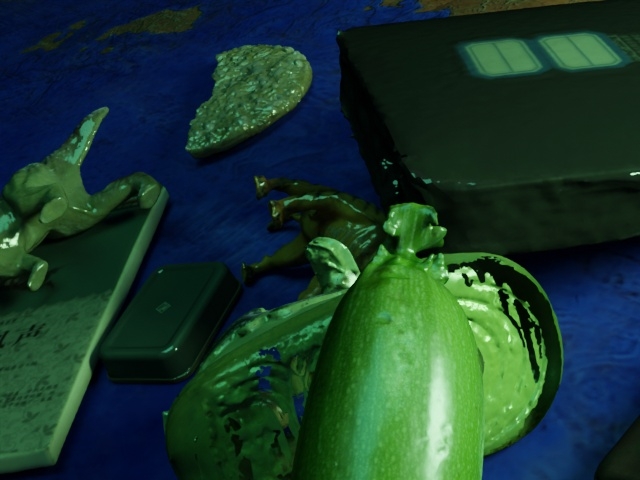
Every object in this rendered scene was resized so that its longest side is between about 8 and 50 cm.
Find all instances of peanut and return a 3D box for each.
[{"bbox_3d":[-0.059,0.124,0.777,0.083,0.037,0.037,-6,35,37],"label":"peanut"}]

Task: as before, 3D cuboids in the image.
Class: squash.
[{"bbox_3d":[0.027,0.149,0.538,0.101,0.101,0.378,-5,57,27],"label":"squash"}]

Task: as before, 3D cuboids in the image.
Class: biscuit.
[{"bbox_3d":[-0.075,-0.177,1.237,0.133,0.032,0.250,-13,32,15],"label":"biscuit"}]

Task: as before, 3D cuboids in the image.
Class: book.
[{"bbox_3d":[-0.301,0.083,0.999,0.264,0.031,0.379,-13,33,16],"label":"book"}]

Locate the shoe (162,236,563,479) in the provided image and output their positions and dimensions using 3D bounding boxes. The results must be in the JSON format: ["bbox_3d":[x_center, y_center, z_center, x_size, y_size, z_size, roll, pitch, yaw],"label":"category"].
[{"bbox_3d":[0.021,0.079,0.689,0.262,0.140,0.128,-23,25,-8],"label":"shoe"}]

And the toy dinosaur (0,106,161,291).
[{"bbox_3d":[-0.288,-0.017,1.035,0.294,0.077,0.162,-38,34,-22],"label":"toy dinosaur"}]

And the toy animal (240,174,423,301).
[{"bbox_3d":[0.000,-0.008,0.877,0.116,0.114,0.255,-8,16,-16],"label":"toy animal"}]

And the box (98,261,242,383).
[{"bbox_3d":[-0.128,0.067,0.909,0.091,0.031,0.126,-3,38,31],"label":"box"}]

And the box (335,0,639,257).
[{"bbox_3d":[0.198,-0.108,0.842,0.350,0.091,0.359,-7,31,-5],"label":"box"}]

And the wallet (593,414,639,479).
[{"bbox_3d":[0.282,0.088,0.594,0.182,0.049,0.229,12,44,48],"label":"wallet"}]
